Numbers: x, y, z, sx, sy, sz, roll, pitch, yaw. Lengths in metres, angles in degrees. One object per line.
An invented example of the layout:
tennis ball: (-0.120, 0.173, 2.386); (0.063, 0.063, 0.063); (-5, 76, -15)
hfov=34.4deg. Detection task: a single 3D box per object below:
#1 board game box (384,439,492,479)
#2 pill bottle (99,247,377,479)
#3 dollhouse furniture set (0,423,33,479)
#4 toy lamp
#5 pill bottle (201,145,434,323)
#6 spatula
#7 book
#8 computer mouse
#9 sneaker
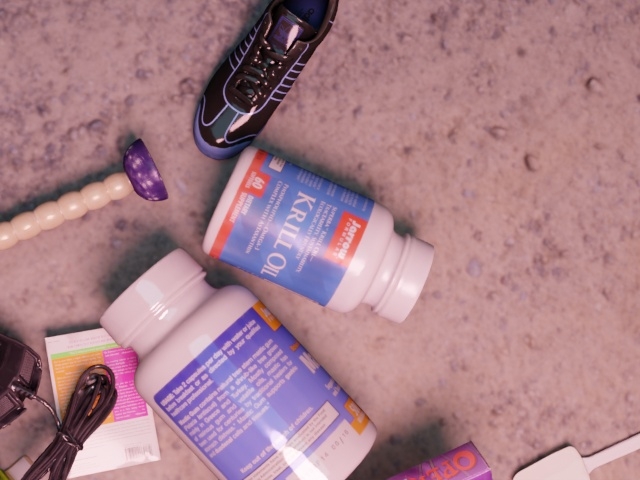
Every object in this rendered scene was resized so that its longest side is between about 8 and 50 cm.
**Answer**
board game box: (0.013, 0.341, 1.000); (0.347, 0.056, 0.208); (-22, 125, -10)
pill bottle: (-0.086, 0.141, 1.025); (0.152, 0.152, 0.272); (-42, 89, -11)
dollhouse furniture set: (-0.293, 0.242, 1.017); (0.058, 0.076, 0.151); (-41, 77, -15)
toy lamp: (-0.295, -0.018, 1.058); (0.275, 0.080, 0.080); (-27, 86, -9)
pill bottle: (0.000, 0.000, 1.070); (0.221, 0.124, 0.124); (23, 80, -3)
spatula: (0.342, 0.285, 1.128); (0.242, 0.019, 0.168); (-21, 84, -10)
book: (-0.224, 0.163, 1.066); (0.096, 0.035, 0.144); (-9, 84, -12)
computer mouse: (-0.343, 0.160, 0.986); (0.262, 0.060, 0.184); (26, 54, -9)
sneaker: (-0.059, -0.193, 1.107); (0.081, 0.090, 0.232); (33, 79, -2)
